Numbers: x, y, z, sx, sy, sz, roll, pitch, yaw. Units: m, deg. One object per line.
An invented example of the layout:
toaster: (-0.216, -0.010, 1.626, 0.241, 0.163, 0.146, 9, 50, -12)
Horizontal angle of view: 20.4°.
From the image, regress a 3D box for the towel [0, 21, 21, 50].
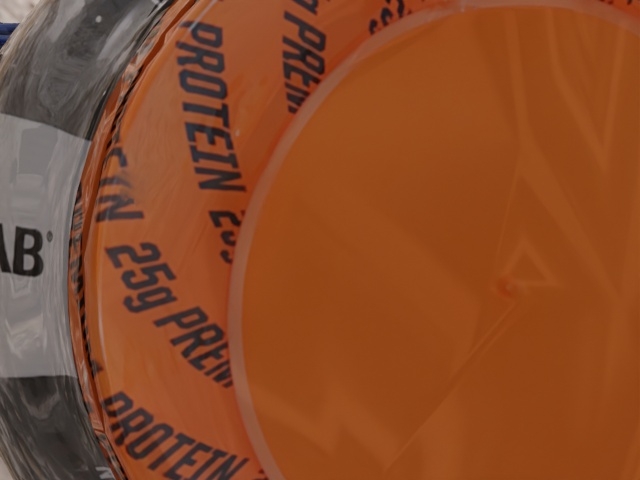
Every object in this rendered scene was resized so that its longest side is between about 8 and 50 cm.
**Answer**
towel: (-0.188, -0.061, 1.080, 0.336, 0.243, 0.040, 3, -113, 11)

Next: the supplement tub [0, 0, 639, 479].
supplement tub: (0.000, 0.000, 0.502, 0.207, 0.207, 0.338, -50, -169, -6)
